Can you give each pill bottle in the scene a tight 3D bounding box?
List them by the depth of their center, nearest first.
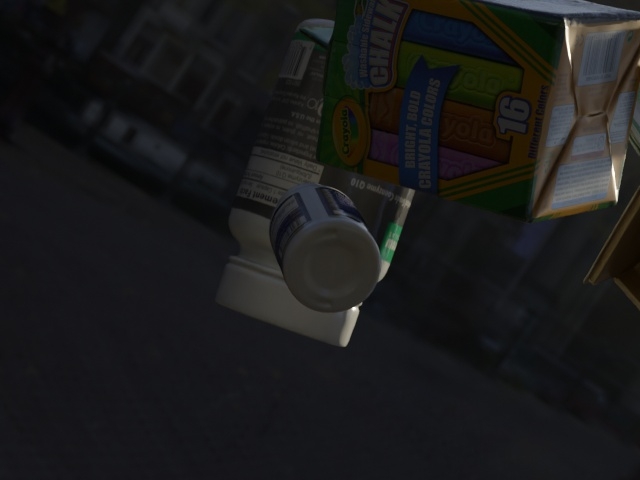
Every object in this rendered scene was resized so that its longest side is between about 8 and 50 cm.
[{"bbox_3d":[0.000,0.000,1.712,0.094,0.094,0.169,33,11,-18],"label":"pill bottle"},{"bbox_3d":[0.011,-0.068,2.118,0.204,0.361,0.204,19,-1,0],"label":"pill bottle"}]

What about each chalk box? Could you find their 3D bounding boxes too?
[{"bbox_3d":[0.116,-0.141,1.558,0.289,0.179,0.180,18,17,33],"label":"chalk box"}]

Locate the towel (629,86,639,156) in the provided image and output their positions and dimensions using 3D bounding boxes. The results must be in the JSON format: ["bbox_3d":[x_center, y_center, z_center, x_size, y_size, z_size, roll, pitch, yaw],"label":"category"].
[{"bbox_3d":[0.439,-0.180,2.337,0.023,0.152,0.113,-26,-77,46],"label":"towel"}]

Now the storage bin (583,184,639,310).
[{"bbox_3d":[0.493,0.068,2.245,0.262,0.123,0.260,52,-32,22],"label":"storage bin"}]
